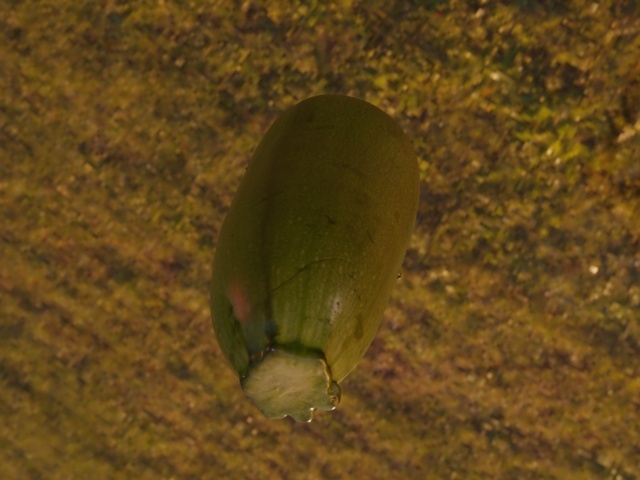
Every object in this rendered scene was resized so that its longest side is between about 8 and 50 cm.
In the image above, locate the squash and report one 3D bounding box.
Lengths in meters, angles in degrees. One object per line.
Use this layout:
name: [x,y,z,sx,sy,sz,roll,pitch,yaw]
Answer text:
squash: [0.000,0.000,0.411,0.066,0.201,0.066,2,112,4]
